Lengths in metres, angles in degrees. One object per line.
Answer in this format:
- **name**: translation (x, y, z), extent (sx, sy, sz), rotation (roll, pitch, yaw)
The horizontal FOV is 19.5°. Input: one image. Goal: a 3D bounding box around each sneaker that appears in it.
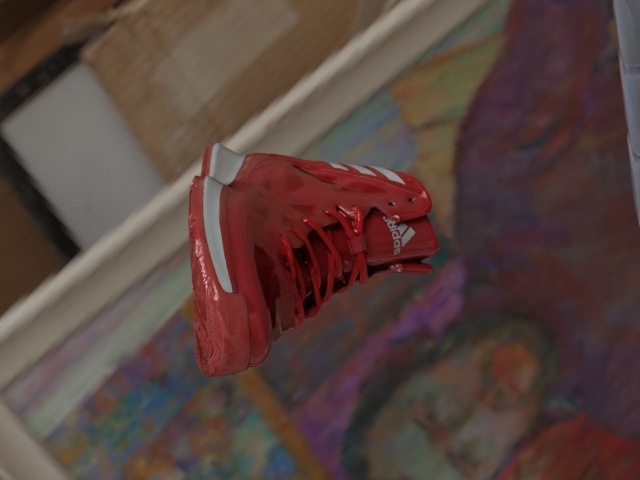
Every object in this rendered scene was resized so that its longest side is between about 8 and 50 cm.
- **sneaker**: translation (0.000, 0.000, 0.945), extent (0.128, 0.221, 0.087), rotation (-1, 115, -1)

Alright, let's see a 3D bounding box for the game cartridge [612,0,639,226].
- **game cartridge**: translation (0.281, -0.128, 0.669), extent (0.355, 0.068, 0.230), rotation (-5, 111, 11)
